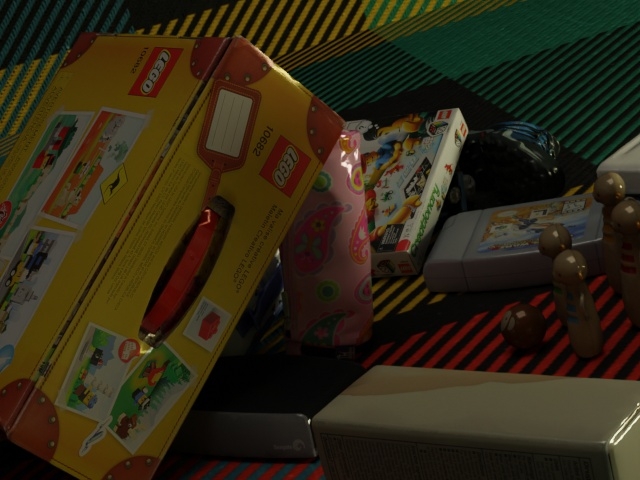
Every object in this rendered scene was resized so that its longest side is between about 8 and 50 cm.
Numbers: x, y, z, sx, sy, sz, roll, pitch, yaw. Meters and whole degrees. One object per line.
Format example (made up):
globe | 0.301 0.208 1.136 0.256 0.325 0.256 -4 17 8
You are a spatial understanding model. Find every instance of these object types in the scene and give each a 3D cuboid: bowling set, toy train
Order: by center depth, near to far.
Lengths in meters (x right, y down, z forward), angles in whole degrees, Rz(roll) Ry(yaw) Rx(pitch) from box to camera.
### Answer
bowling set | 0.297 0.042 1.787 0.199 0.154 0.287 -15 18 -2
toy train | 0.152 -0.079 2.378 0.184 0.080 0.105 4 20 44

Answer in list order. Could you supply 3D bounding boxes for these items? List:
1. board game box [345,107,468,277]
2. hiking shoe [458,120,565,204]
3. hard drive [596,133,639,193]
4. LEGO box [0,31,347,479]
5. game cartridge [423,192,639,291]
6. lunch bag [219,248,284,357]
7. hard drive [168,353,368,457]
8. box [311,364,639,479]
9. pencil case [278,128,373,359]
board game box | 0.086 -0.067 2.268 0.193 0.053 0.305 -5 42 28
hiking shoe | 0.307 -0.133 2.354 0.132 0.113 0.304 -20 19 -12
hard drive | 0.576 -0.114 2.066 0.353 0.047 0.233 2 23 37
LEGO box | -0.249 0.010 1.838 0.372 0.193 0.500 13 70 54
game cartridge | 0.291 0.001 2.077 0.297 0.062 0.198 -9 15 18
lunch bag | -0.145 0.055 2.063 0.243 0.115 0.303 6 47 32
hard drive | -0.076 0.188 1.810 0.254 0.054 0.172 -2 23 35
box | 0.160 0.208 1.431 0.311 0.148 0.121 1 24 37
pencil case | 0.000 0.000 1.940 0.124 0.284 0.124 -3 12 1
